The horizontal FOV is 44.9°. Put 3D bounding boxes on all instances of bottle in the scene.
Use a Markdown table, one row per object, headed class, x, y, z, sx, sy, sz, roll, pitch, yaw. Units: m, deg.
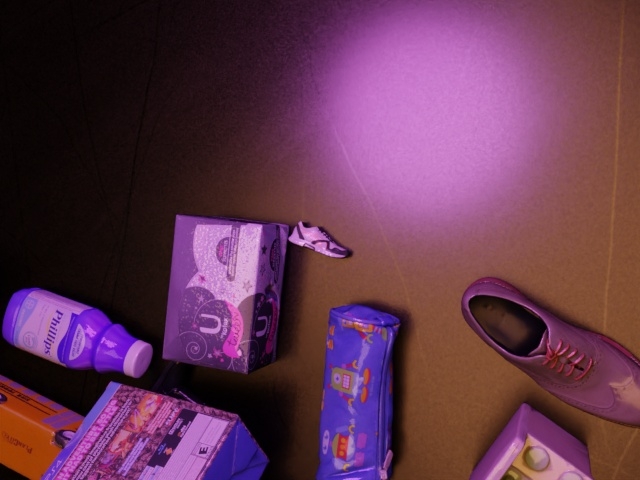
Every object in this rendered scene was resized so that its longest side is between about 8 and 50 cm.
| class | x | y | z | sx | sy | sz | roll | pitch | yaw |
| --- | --- | --- | --- | --- | --- | --- | --- | --- | --- |
| bottle | -0.449 | 0.178 | 1.436 | 0.283 | 0.092 | 0.118 | 18 | 95 | 16 |

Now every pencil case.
| class | x | y | z | sx | sy | sz | roll | pitch | yaw |
| --- | --- | --- | --- | --- | --- | --- | --- | --- | --- |
| pencil case | 0.065 | 0.260 | 1.264 | 0.133 | 0.119 | 0.306 | 6 | 93 | 41 |

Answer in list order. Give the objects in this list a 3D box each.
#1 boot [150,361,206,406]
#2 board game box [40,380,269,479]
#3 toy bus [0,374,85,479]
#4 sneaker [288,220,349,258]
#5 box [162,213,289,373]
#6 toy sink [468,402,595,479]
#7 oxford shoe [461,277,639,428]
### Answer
| class | x | y | z | sx | sy | sz | roll | pitch | yaw |
| --- | --- | --- | --- | --- | --- | --- | --- | --- | --- |
| boot | -0.246 | 0.272 | 1.400 | 0.099 | 0.045 | 0.121 | 40 | 109 | 15 |
| board game box | -0.275 | 0.387 | 1.265 | 0.291 | 0.141 | 0.232 | 6 | 48 | 33 |
| toy bus | -0.550 | 0.356 | 1.449 | 0.333 | 0.130 | 0.108 | 21 | 96 | 16 |
| sneaker | 0.000 | 0.000 | 1.324 | 0.109 | 0.040 | 0.043 | 22 | 90 | 13 |
| box | -0.158 | 0.086 | 1.320 | 0.163 | 0.142 | 0.247 | 7 | 93 | 17 |
| toy sink | 0.304 | 0.357 | 1.134 | 0.131 | 0.234 | 0.153 | 35 | 99 | 14 |
| oxford shoe | 0.358 | 0.181 | 1.168 | 0.348 | 0.130 | 0.123 | 30 | 99 | 15 |
